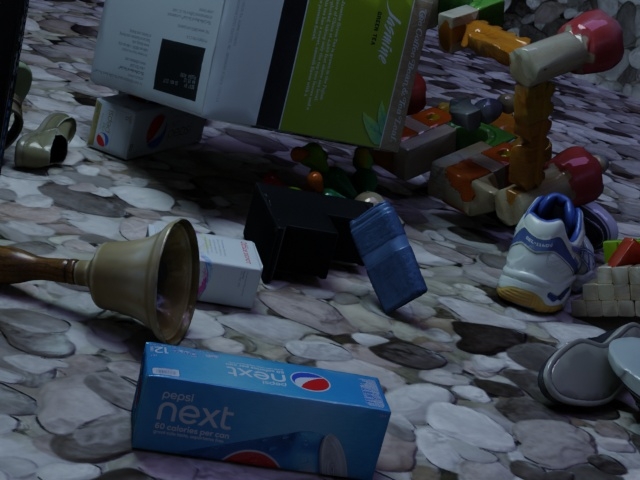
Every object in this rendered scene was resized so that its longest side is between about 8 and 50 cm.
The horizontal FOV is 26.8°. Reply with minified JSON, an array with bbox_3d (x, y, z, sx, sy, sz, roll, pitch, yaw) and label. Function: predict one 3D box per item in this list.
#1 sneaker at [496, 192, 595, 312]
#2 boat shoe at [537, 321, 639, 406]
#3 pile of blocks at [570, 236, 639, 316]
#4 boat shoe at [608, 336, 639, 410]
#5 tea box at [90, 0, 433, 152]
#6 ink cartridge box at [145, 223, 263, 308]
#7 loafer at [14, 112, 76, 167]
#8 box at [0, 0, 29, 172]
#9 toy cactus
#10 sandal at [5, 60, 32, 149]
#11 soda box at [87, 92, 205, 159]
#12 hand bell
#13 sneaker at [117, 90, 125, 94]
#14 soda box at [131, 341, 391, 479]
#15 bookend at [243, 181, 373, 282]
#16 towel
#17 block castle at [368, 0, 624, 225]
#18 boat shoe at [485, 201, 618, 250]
[{"bbox_3d":[0.316,-0.001,1.772,0.112,0.131,0.296,16,17,13],"label":"sneaker"},{"bbox_3d":[0.290,0.142,1.468,0.065,0.075,0.206,-28,-8,42],"label":"boat shoe"},{"bbox_3d":[0.471,0.014,1.763,0.362,0.112,0.149,-10,8,-33],"label":"pile of blocks"},{"bbox_3d":[0.358,0.175,1.373,0.078,0.070,0.219,-5,28,-19],"label":"boat shoe"},{"bbox_3d":[-0.085,-0.271,1.838,0.323,0.220,0.329,8,9,-37],"label":"tea box"},{"bbox_3d":[-0.131,0.028,1.471,0.122,0.052,0.088,9,19,-13],"label":"ink cartridge box"},{"bbox_3d":[-0.353,-0.126,1.774,0.050,0.056,0.148,17,28,8],"label":"loafer"},{"bbox_3d":[-0.468,-0.157,1.385,0.293,0.295,0.073,10,18,-8],"label":"box"},{"bbox_3d":[0.029,-0.058,1.819,0.180,0.112,0.219,40,23,15],"label":"toy cactus"},{"bbox_3d":[-0.427,-0.142,1.692,0.086,0.120,0.303,26,25,-3],"label":"sandal"},{"bbox_3d":[-0.247,-0.175,1.959,0.069,0.074,0.216,21,19,19],"label":"soda box"},{"bbox_3d":[-0.254,0.032,1.339,0.242,0.126,0.126,4,16,13],"label":"hand bell"},{"bbox_3d":[-0.246,-0.226,2.144,0.158,0.061,0.065,10,25,-9],"label":"sneaker"},{"bbox_3d":[-0.052,0.146,1.145,0.210,0.071,0.067,10,19,-12],"label":"soda box"},{"bbox_3d":[0.000,0.000,1.622,0.157,0.072,0.156,9,19,-17],"label":"bookend"},{"bbox_3d":[0.079,0.019,1.547,0.029,0.067,0.119,-6,69,-48],"label":"towel"},{"bbox_3d":[0.224,-0.238,1.962,0.213,0.303,0.453,-23,39,-33],"label":"block castle"},{"bbox_3d":[0.323,-0.036,1.977,0.228,0.080,0.076,29,38,33],"label":"boat shoe"}]
